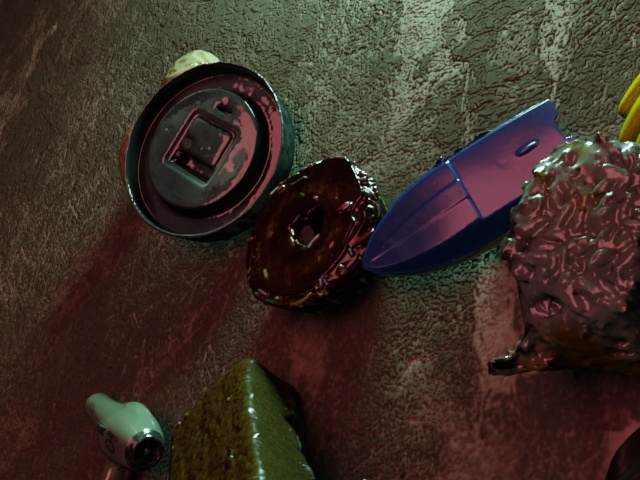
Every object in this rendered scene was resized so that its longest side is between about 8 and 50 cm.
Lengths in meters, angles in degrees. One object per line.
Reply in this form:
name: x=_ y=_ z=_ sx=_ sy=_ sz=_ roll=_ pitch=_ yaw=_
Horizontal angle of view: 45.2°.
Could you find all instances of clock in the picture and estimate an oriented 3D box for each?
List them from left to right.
clock: x=-0.188 y=-0.146 z=1.288 sx=0.312 sy=0.061 sz=0.313 roll=-7 pitch=72 yaw=23

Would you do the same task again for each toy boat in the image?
toy boat: x=0.175 y=-0.043 z=0.935 sx=0.295 sy=0.088 sz=0.129 roll=-33 pitch=60 yaw=13

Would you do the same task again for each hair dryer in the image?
hair dryer: x=-0.340 y=0.346 z=1.173 sx=0.267 sy=0.092 sz=0.229 roll=-59 pitch=34 yaw=8

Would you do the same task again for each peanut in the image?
peanut: x=-0.277 y=-0.219 z=1.444 sx=0.298 sy=0.120 sz=0.136 roll=-53 pitch=37 yaw=5

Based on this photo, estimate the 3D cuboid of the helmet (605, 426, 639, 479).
helmet: x=0.325 y=0.217 z=0.583 sx=0.305 sy=0.177 sz=0.225 roll=-35 pitch=47 yaw=17

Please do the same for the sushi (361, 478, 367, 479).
sushi: x=0.011 y=0.393 z=0.804 sx=0.109 sy=0.134 sz=0.273 roll=26 pitch=67 yaw=34

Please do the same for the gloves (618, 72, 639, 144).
gloves: x=0.436 y=-0.198 z=0.830 sx=0.294 sy=0.116 sz=0.133 roll=-51 pitch=14 yaw=16

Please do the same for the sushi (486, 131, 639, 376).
sushi: x=0.275 y=0.023 z=0.745 sx=0.139 sy=0.184 sz=0.274 roll=6 pitch=69 yaw=45

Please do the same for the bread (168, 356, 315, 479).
bread: x=-0.087 y=0.277 z=0.837 sx=0.165 sy=0.113 sz=0.416 roll=-49 pitch=14 yaw=4

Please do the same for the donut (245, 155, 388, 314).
donut: x=0.000 y=0.000 z=1.075 sx=0.235 sy=0.089 sz=0.235 roll=-23 pitch=49 yaw=30
